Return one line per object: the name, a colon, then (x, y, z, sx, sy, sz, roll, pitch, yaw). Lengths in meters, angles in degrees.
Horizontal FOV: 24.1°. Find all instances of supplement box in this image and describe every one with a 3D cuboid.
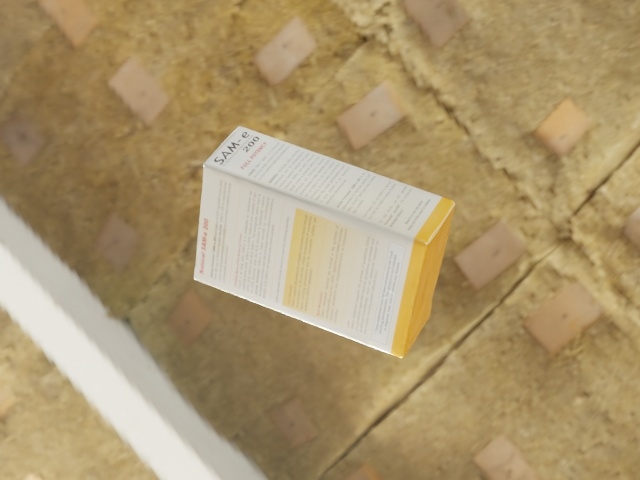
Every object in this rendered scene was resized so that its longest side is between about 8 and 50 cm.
supplement box: (0.000, 0.000, 0.617, 0.098, 0.036, 0.062, 21, -51, 14)
